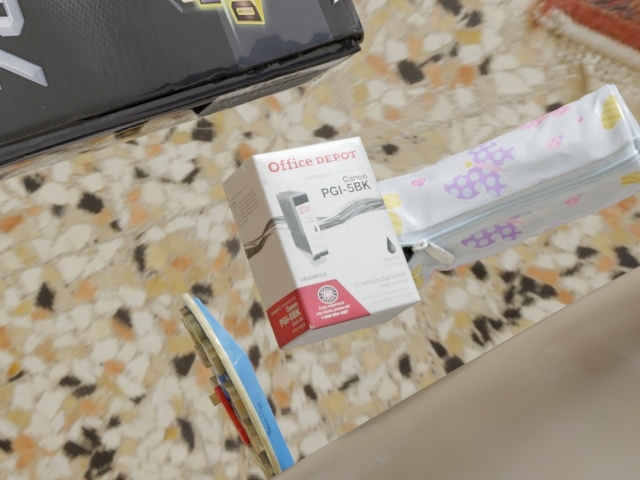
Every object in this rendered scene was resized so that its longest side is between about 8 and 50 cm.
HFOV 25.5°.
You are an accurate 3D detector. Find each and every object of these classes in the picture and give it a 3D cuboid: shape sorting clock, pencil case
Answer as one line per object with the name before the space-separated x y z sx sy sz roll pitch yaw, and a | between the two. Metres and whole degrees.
shape sorting clock | -0.088 0.145 1.365 0.040 0.206 0.206 -29 95 -13
pencil case | 0.183 -0.050 1.354 0.273 0.124 0.114 -23 90 9

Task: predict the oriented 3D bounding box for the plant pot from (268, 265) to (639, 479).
plant pot | 0.108 0.164 0.556 0.280 0.323 0.323 -44 94 -9

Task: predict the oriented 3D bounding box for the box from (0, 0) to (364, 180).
box | -0.164 -0.175 0.636 0.293 0.073 0.296 -20 88 -26

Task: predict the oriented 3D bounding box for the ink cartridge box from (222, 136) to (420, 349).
ink cartridge box | 0.000 0.000 1.032 0.099 0.056 0.135 -13 76 -31
